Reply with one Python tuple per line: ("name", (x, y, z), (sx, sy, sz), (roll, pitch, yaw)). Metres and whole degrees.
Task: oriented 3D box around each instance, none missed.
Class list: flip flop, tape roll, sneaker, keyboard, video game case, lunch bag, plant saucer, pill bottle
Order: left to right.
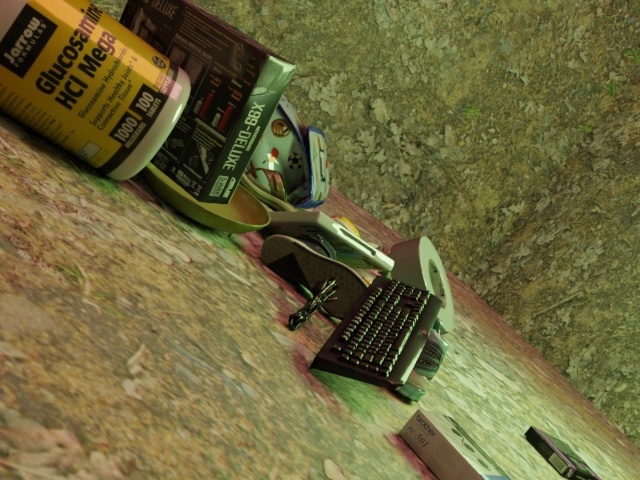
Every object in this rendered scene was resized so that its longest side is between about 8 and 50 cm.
("pill bottle", (-0.357, -0.240, 1.003), (0.333, 0.188, 0.188), (33, 9, -27))
("plant saucer", (-0.196, -0.078, 1.244), (0.240, 0.037, 0.241), (30, 15, -9))
("lunch bag", (-0.119, -0.255, 2.035), (0.386, 0.238, 0.328), (55, 8, 2))
("flip flop", (-0.106, -0.121, 1.827), (0.277, 0.080, 0.112), (38, 8, -4))
("video game case", (0.000, 0.000, 1.465), (0.206, 0.026, 0.227), (33, -18, -33))
("sneaker", (0.020, 0.062, 1.313), (0.226, 0.086, 0.163), (36, 9, 15))
("sneaker", (0.082, 0.034, 1.849), (0.225, 0.088, 0.092), (40, 29, 14))
("keyboard", (0.055, 0.109, 1.069), (0.201, 0.033, 0.317), (12, 19, 15))
("sneaker", (0.121, 0.059, 1.668), (0.099, 0.121, 0.262), (38, 8, 4))
("sneaker", (0.144, 0.154, 1.230), (0.110, 0.122, 0.283), (36, 8, -17))
("tape roll", (0.225, 0.104, 1.652), (0.219, 0.072, 0.219), (-17, 90, -70))

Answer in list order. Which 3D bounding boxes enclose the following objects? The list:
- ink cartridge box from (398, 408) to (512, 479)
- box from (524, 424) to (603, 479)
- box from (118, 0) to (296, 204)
("ink cartridge box", (0.195, 0.298, 0.927), (0.097, 0.046, 0.207), (27, 14, -51))
("box", (0.488, 0.437, 1.504), (0.162, 0.029, 0.116), (30, 12, -39))
("box", (-0.215, -0.238, 1.175), (0.307, 0.243, 0.076), (36, 18, 27))
